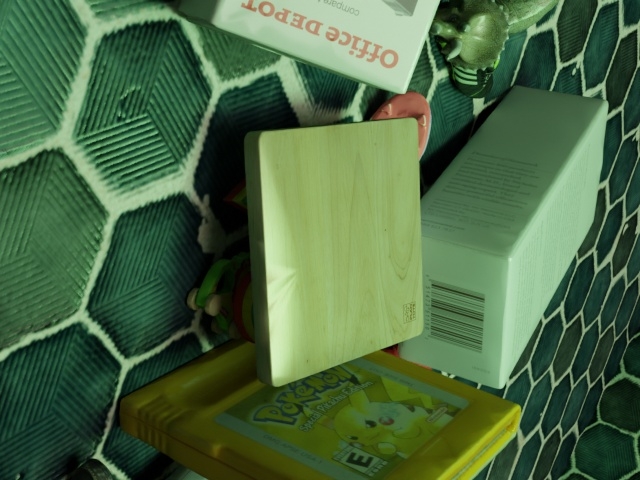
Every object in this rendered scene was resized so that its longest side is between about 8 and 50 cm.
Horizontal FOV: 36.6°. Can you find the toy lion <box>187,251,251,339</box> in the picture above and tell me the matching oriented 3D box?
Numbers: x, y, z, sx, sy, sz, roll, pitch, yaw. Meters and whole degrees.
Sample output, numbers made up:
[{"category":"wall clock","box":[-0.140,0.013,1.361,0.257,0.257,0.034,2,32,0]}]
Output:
[{"category":"toy lion","box":[-0.095,0.052,1.064,0.096,0.034,0.100,-65,150,-20]}]

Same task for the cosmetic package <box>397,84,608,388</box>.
[{"category":"cosmetic package","box":[0.275,-0.025,1.418,0.453,0.161,0.230,-47,143,-45]}]

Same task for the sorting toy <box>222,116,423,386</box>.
[{"category":"sorting toy","box":[0.000,0.000,1.070,0.255,0.089,0.257,-12,104,-46]}]

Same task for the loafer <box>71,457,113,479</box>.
[{"category":"loafer","box":[-0.243,0.296,0.952,0.061,0.062,0.170,-6,113,-51]}]

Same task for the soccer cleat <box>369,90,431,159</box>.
[{"category":"soccer cleat","box":[0.077,-0.068,1.226,0.095,0.083,0.248,-4,112,-80]}]

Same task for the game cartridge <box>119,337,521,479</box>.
[{"category":"game cartridge","box":[0.004,0.183,1.011,0.285,0.323,0.053,-25,128,-50]}]

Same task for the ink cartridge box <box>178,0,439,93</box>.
[{"category":"ink cartridge box","box":[0.018,-0.288,0.846,0.197,0.114,0.273,15,102,-26]}]

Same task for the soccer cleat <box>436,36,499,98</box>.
[{"category":"soccer cleat","box":[0.215,-0.241,1.327,0.060,0.072,0.179,-63,150,-8]}]

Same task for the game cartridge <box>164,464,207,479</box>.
[{"category":"game cartridge","box":[-0.169,0.386,1.111,0.196,0.060,0.294,-48,150,-38]}]

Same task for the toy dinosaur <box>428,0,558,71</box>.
[{"category":"toy dinosaur","box":[0.229,-0.305,1.191,0.313,0.160,0.121,-32,142,-17]}]

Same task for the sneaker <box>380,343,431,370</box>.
[{"category":"sneaker","box":[0.100,0.153,1.416,0.221,0.087,0.128,24,71,-60]}]
